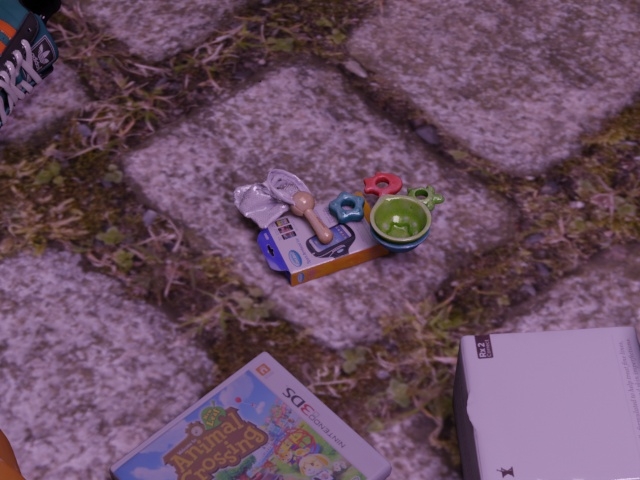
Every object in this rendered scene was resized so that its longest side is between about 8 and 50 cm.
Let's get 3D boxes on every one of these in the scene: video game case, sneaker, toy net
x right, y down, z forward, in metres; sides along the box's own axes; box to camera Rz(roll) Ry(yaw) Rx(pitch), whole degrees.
[{"bbox_3d":[-0.070,0.230,1.531,0.212,0.023,0.193,-36,59,-25],"label":"video game case"},{"bbox_3d":[-0.383,-0.216,1.841,0.121,0.108,0.302,-2,49,4],"label":"sneaker"},{"bbox_3d":[0.017,-0.050,1.711,0.232,0.045,0.122,13,52,11],"label":"toy net"}]

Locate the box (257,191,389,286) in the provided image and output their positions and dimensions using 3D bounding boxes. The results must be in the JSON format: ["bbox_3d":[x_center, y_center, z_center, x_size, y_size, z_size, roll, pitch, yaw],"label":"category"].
[{"bbox_3d":[0.000,0.000,1.717,0.136,0.028,0.081,-19,53,-12],"label":"box"}]

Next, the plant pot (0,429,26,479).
[{"bbox_3d":[-0.349,0.251,1.402,0.205,0.205,0.188,-6,23,-5],"label":"plant pot"}]

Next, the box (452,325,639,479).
[{"bbox_3d":[0.230,0.193,1.500,0.182,0.119,0.181,-3,51,-2],"label":"box"}]
